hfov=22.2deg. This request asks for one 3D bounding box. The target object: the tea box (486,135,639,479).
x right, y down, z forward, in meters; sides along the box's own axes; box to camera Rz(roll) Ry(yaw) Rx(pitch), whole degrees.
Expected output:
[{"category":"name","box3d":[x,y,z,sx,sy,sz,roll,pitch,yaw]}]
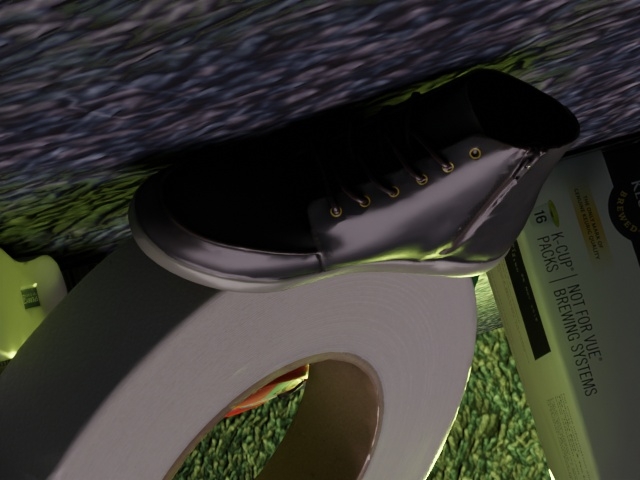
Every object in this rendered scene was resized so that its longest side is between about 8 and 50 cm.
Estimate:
[{"category":"tea box","box3d":[0.324,0.079,1.274,0.324,0.329,0.220,-15,172,-3]}]

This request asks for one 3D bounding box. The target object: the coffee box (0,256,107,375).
[{"category":"coffee box","box3d":[-0.235,0.119,1.049,0.247,0.141,0.098,-14,-154,-10]}]

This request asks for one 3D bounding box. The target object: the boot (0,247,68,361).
[{"category":"boot","box3d":[-0.207,0.041,0.914,0.086,0.069,0.190,-12,174,7]}]

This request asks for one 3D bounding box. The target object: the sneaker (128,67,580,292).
[{"category":"sneaker","box3d":[0.017,-0.039,0.840,0.222,0.083,0.118,-3,147,-24]}]

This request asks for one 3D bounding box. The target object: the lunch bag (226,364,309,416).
[{"category":"lunch bag","box3d":[-0.165,0.098,1.263,0.293,0.120,0.258,-12,176,-11]}]

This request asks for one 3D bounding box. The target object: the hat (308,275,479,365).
[{"category":"hat","box3d":[0.000,0.000,1.195,0.173,0.183,0.208,-22,134,-35]}]

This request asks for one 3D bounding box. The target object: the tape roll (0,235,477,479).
[{"category":"tape roll","box3d":[-0.059,0.137,1.005,0.392,0.072,0.392,-33,143,-29]}]
